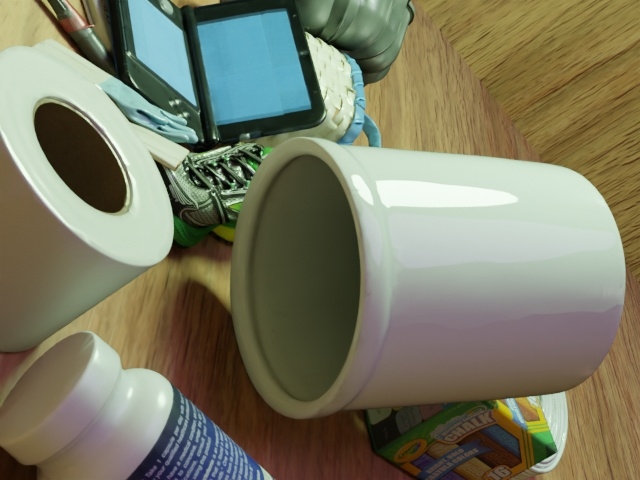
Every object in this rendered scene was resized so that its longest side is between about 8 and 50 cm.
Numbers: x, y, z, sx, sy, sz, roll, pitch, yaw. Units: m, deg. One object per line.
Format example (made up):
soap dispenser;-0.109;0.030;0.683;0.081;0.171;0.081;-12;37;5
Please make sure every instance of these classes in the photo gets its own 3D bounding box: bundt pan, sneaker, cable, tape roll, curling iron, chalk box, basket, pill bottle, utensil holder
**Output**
bundt pan;-0.015;-0.341;2.128;0.331;0.330;0.124;34;56;-46
sneaker;-0.126;-0.080;1.696;0.134;0.146;0.343;61;22;12
cable;0.324;0.268;2.179;0.257;0.089;0.257;-10;90;-60
tape roll;-0.282;-0.038;1.251;0.246;0.169;0.246;46;22;-25
curling iron;-0.315;-0.285;1.728;0.274;0.035;0.068;54;21;-8
chalk box;0.173;0.221;1.879;0.289;0.179;0.180;38;27;-42
basket;-0.006;-0.180;2.022;0.289;0.201;0.255;35;30;-26
pill bottle;-0.158;0.212;1.187;0.265;0.153;0.153;47;22;-25
utensil holder;0.129;0.046;1.622;0.385;0.327;0.328;1;53;-31

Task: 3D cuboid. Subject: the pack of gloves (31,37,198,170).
pack of gloves;-0.263;-0.154;1.585;0.232;0.046;0.195;31;16;-4

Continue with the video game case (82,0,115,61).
video game case;-0.259;-0.304;1.895;0.227;0.026;0.206;27;36;-54

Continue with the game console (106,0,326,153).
game console;-0.150;-0.281;1.820;0.250;0.173;0.293;39;27;-43
